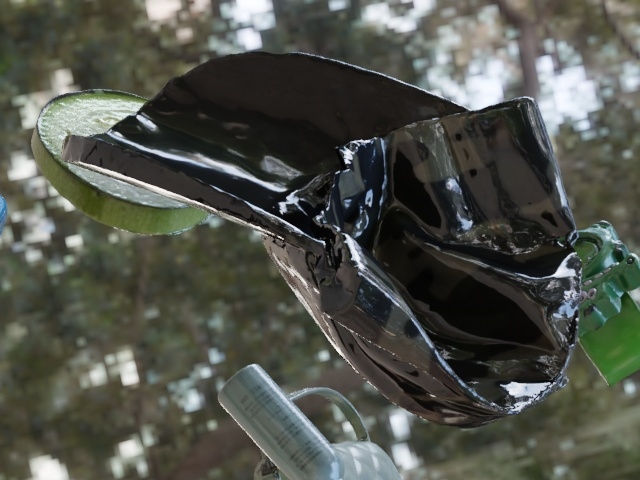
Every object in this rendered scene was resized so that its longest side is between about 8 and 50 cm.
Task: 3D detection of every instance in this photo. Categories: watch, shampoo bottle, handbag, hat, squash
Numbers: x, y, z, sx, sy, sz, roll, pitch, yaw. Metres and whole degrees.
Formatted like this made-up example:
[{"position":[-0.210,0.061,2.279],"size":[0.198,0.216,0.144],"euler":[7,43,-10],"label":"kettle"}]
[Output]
[{"position":[0.275,0.080,1.928],"size":[0.152,0.131,0.165],"euler":[57,1,-29],"label":"watch"},{"position":[-0.019,0.205,1.871],"size":[0.195,0.056,0.056],"euler":[47,-28,19],"label":"shampoo bottle"},{"position":[0.013,0.260,2.071],"size":[0.256,0.079,0.219],"euler":[4,66,-64],"label":"handbag"},{"position":[0.000,0.000,1.505],"size":[0.382,0.366,0.257],"euler":[1,-71,33],"label":"hat"},{"position":[-0.208,-0.089,2.120],"size":[0.219,0.219,0.041],"euler":[60,-42,43],"label":"squash"}]

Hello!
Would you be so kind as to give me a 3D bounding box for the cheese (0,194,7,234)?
[{"position":[-0.323,0.018,1.734],"size":[0.256,0.037,0.106],"euler":[-75,-175,-70],"label":"cheese"}]
